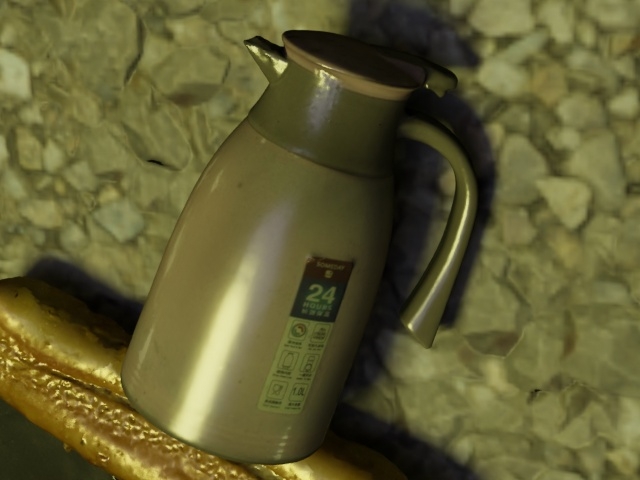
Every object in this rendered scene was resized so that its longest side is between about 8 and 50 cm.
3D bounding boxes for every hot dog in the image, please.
[{"bbox_3d":[-0.062,0.101,0.714,0.286,0.061,0.087,31,112,13],"label":"hot dog"}]

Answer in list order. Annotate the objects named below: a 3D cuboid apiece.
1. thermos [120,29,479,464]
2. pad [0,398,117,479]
[{"bbox_3d":[0.000,0.000,0.645,0.137,0.105,0.193,18,108,-10],"label":"thermos"},{"bbox_3d":[-0.199,0.095,0.805,0.116,0.004,0.193,-30,94,28],"label":"pad"}]
